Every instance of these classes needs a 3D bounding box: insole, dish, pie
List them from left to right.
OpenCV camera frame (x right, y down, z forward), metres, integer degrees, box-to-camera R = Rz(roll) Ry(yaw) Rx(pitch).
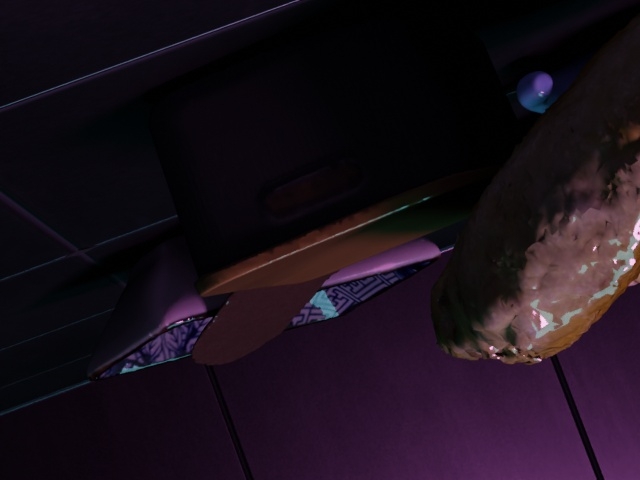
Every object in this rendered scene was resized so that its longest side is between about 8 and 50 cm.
[{"bbox_3d":[-0.054,0.027,1.336,0.243,0.080,0.182,-14,170,-29],"label":"dish"},{"bbox_3d":[0.000,0.000,1.169,0.111,0.007,0.328,-6,150,-38],"label":"insole"},{"bbox_3d":[0.163,-0.055,0.765,0.323,0.070,0.323,-44,169,-11],"label":"pie"}]

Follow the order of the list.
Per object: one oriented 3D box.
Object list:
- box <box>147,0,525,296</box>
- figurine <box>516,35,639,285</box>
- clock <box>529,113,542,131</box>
[{"bbox_3d":[0.016,-0.042,0.814,0.144,0.090,0.201,-22,175,16],"label":"box"},{"bbox_3d":[0.216,-0.061,1.068,0.262,0.154,0.180,-37,144,24],"label":"figurine"},{"bbox_3d":[0.299,-0.084,1.383,0.348,0.117,0.286,-21,176,11],"label":"clock"}]
